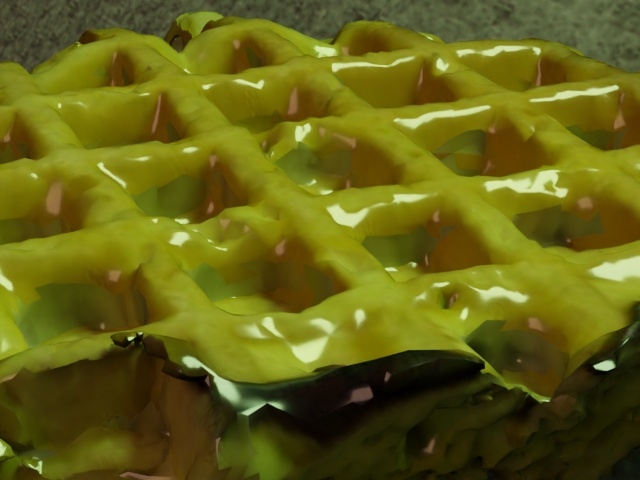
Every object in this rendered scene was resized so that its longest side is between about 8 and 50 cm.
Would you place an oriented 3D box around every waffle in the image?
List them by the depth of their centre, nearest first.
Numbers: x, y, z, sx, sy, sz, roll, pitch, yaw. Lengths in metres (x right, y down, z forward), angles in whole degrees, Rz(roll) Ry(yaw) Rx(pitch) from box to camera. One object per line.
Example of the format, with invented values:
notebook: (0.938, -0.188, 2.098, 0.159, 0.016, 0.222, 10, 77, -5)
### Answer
waffle: (0.000, -0.003, 0.434, 0.307, 0.312, 0.060, 16, 120, 28)
